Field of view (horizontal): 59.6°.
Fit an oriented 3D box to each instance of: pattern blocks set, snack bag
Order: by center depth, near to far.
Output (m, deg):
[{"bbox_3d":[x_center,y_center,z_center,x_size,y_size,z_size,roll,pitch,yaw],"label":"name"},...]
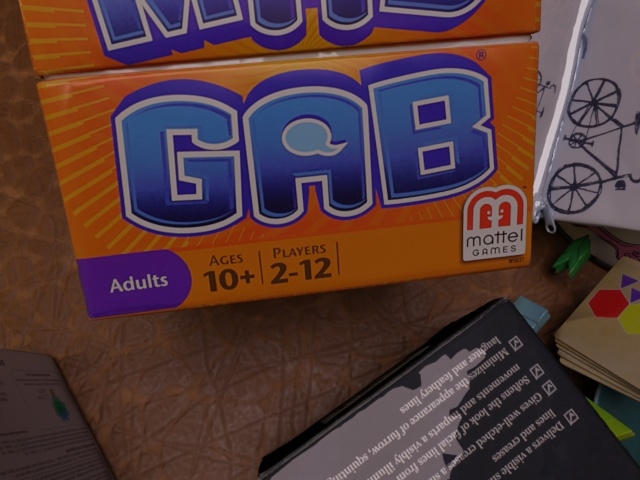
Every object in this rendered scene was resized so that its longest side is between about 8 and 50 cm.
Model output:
[{"bbox_3d":[0.371,0.107,0.609,0.285,0.026,0.325,-41,37,1],"label":"pattern blocks set"},{"bbox_3d":[0.296,-0.171,0.681,0.342,0.037,0.323,13,85,37],"label":"snack bag"}]

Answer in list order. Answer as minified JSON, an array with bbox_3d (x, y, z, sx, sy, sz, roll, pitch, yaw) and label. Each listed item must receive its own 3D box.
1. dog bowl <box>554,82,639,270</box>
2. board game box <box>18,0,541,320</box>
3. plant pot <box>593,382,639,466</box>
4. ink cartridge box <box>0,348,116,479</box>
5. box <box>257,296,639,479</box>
[{"bbox_3d":[0.494,-0.149,0.758,0.407,0.150,0.409,1,73,-3],"label":"dog bowl"},{"bbox_3d":[-0.039,-0.174,0.551,0.355,0.356,0.357,-7,107,-6],"label":"board game box"},{"bbox_3d":[0.465,0.252,0.594,0.290,0.290,0.196,-27,113,-11],"label":"plant pot"},{"bbox_3d":[-0.276,0.299,0.503,0.151,0.270,0.396,-34,78,-9],"label":"ink cartridge box"},{"bbox_3d":[0.165,0.311,0.562,0.293,0.212,0.396,-32,77,-13],"label":"box"}]
